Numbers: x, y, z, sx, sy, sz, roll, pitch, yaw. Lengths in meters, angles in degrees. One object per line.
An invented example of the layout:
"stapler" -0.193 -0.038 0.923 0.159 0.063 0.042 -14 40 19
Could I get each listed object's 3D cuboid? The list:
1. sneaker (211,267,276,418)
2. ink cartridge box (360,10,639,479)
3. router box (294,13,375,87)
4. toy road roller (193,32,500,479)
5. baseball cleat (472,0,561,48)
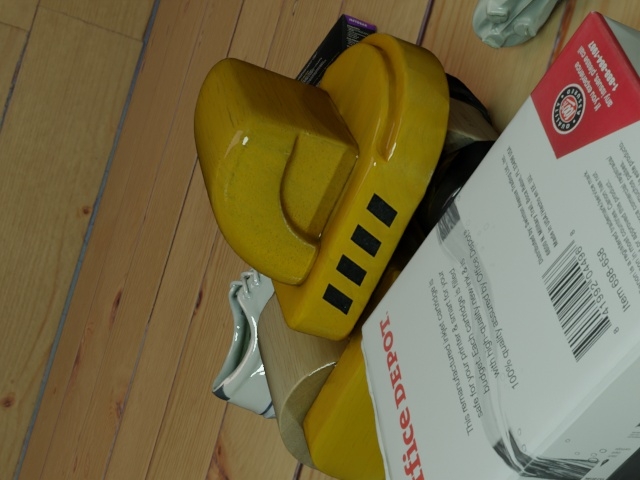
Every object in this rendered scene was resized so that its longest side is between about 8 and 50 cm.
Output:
"sneaker" -0.042 0.050 1.084 0.094 0.091 0.258 -5 70 67
"ink cartridge box" 0.144 0.045 0.606 0.272 0.114 0.197 -56 28 34
"router box" 0.001 -0.144 1.189 0.179 0.046 0.133 -46 33 48
"toy road roller" 0.000 0.000 0.816 0.329 0.241 0.202 -64 23 22
"baseball cleat" 0.179 -0.225 0.785 0.206 0.072 0.109 -32 39 54
